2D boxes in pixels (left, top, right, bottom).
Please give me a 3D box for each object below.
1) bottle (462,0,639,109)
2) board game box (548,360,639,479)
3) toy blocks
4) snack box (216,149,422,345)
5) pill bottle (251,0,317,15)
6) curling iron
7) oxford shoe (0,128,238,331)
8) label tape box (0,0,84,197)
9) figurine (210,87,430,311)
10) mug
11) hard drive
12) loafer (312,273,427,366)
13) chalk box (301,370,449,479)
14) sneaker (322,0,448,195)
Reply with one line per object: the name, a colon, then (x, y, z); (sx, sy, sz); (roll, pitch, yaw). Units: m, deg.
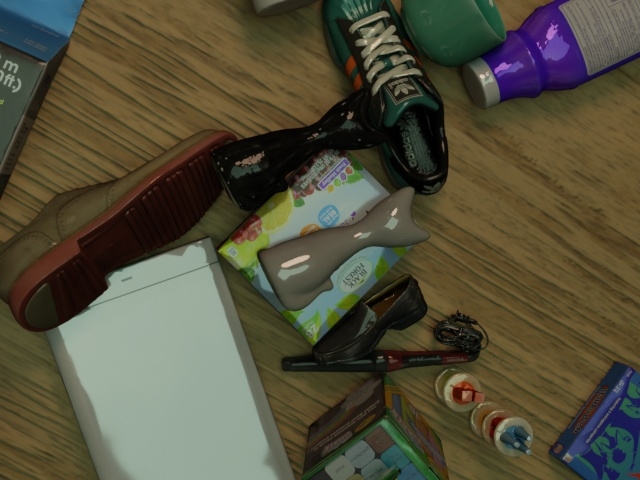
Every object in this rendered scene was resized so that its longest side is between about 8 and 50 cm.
bottle: (0.324, -0.258, 1.336); (0.283, 0.092, 0.118); (-26, 95, -7)
board game box: (0.444, 0.292, 1.398); (0.210, 0.047, 0.160); (38, 86, -9)
toy blocks: (0.213, 0.221, 1.310); (0.123, 0.148, 0.054); (44, 85, -8)
snack box: (0.000, 0.000, 1.308); (0.207, 0.070, 0.174); (-44, 97, -3)
pill bottle: (-0.063, -0.401, 1.252); (0.131, 0.131, 0.229); (-17, 95, -8)
curling iron: (0.085, 0.145, 1.348); (0.274, 0.035, 0.068); (-10, 72, -3)
oxford shoe: (-0.254, -0.044, 1.246); (0.348, 0.123, 0.130); (-38, 57, -21)
label tape box: (-0.458, -0.202, 1.211); (0.249, 0.115, 0.347); (24, 90, -9)
figurine: (0.006, -0.051, 1.227); (0.210, 0.092, 0.214); (-25, 94, -6)
mug: (0.163, -0.289, 1.296); (0.097, 0.157, 0.129); (-27, 102, 23)
hard drive: (-0.192, 0.198, 1.299); (0.233, 0.047, 0.353); (-20, 95, -8)
loafer: (0.058, 0.100, 1.313); (0.170, 0.062, 0.061); (-32, 129, -19)
chalk box: (0.069, 0.277, 1.246); (0.132, 0.213, 0.132); (-38, 99, 10)
sneaker: (0.094, -0.201, 1.289); (0.108, 0.121, 0.302); (-25, 95, -7)
